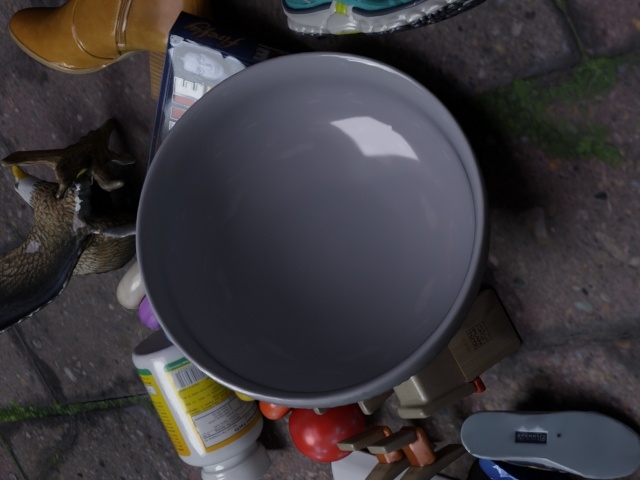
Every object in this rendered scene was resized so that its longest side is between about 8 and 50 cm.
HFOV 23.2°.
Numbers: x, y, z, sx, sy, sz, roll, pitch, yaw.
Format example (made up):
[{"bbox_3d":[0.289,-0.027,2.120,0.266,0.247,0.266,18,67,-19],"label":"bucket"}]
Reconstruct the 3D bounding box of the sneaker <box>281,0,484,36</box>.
[{"bbox_3d":[0.055,-0.242,1.391,0.275,0.107,0.110,5,112,46],"label":"sneaker"}]

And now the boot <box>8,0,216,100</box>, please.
[{"bbox_3d":[-0.228,-0.281,1.692,0.295,0.104,0.211,23,128,29],"label":"boot"}]

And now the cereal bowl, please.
[{"bbox_3d":[0.000,0.000,1.492,0.339,0.339,0.141,41,175,19],"label":"cereal bowl"}]

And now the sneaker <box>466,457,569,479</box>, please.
[{"bbox_3d":[0.242,0.303,1.604,0.232,0.081,0.090,39,126,35],"label":"sneaker"}]

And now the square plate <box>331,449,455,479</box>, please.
[{"bbox_3d":[0.160,0.426,1.831,0.344,0.049,0.347,11,125,43],"label":"square plate"}]

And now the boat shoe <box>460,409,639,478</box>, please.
[{"bbox_3d":[0.238,0.199,1.561,0.183,0.083,0.065,6,85,20],"label":"boat shoe"}]

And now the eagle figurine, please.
[{"bbox_3d":[-0.322,-0.004,1.914,0.225,0.226,0.298,-110,36,-50],"label":"eagle figurine"}]

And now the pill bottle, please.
[{"bbox_3d":[-0.142,0.208,1.946,0.117,0.117,0.208,-8,111,51],"label":"pill bottle"}]

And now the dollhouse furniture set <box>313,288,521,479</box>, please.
[{"bbox_3d":[0.083,0.124,1.651,0.262,0.135,0.259,61,155,-8],"label":"dollhouse furniture set"}]

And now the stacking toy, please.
[{"bbox_3d":[-0.080,0.130,1.818,0.330,0.141,0.141,45,143,5],"label":"stacking toy"}]

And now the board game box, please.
[{"bbox_3d":[-0.093,-0.114,1.646,0.165,0.042,0.243,19,137,4],"label":"board game box"}]
